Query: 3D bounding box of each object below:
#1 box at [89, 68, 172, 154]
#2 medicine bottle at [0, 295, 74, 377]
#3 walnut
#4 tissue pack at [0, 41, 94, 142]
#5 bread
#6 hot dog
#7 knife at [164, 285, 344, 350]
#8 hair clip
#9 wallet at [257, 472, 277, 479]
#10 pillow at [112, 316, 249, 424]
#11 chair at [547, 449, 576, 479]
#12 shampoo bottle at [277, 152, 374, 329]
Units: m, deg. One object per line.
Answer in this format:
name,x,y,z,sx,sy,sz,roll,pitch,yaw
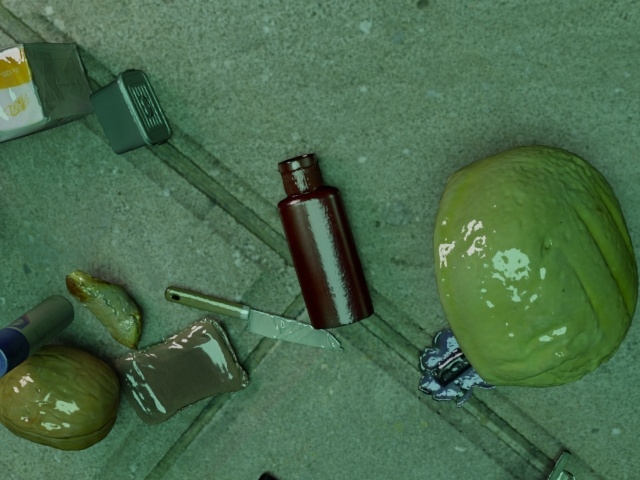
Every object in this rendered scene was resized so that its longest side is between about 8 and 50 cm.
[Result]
box,-0.286,-0.189,1.378,0.069,0.084,0.122,-21,98,20
medicine bottle,-0.448,0.144,1.401,0.059,0.231,0.059,2,103,8
walnut,-0.416,0.248,1.461,0.197,0.165,0.165,13,105,14
tissue pack,-0.476,-0.205,1.347,0.225,0.185,0.124,-14,101,12
bread,0.287,0.032,1.230,0.237,0.320,0.320,-19,100,28
hot dog,-0.335,0.098,1.461,0.078,0.061,0.169,-10,126,42
knife,-0.105,0.128,1.457,0.297,0.017,0.047,14,107,1
hair clip,0.229,0.180,1.404,0.124,0.052,0.195,46,110,2
wallet,-0.006,0.535,1.524,0.318,0.045,0.172,35,104,1
pillow,-0.230,0.215,1.489,0.211,0.034,0.135,-23,102,14
chair,0.368,0.480,1.398,0.203,0.190,0.275,33,98,1
shampoo bottle,0.000,0.000,1.387,0.102,0.064,0.260,-13,100,15
